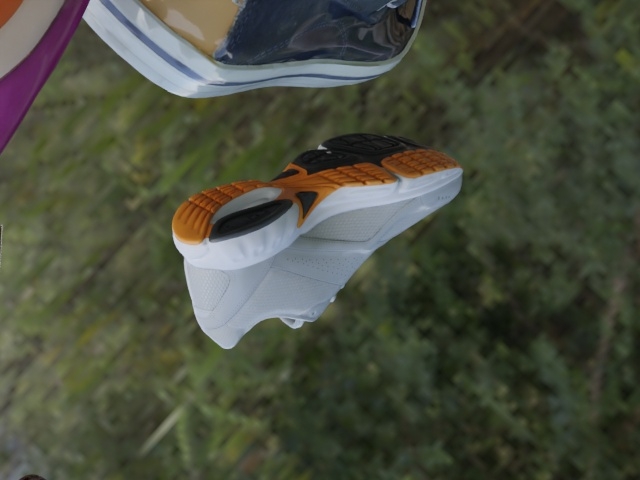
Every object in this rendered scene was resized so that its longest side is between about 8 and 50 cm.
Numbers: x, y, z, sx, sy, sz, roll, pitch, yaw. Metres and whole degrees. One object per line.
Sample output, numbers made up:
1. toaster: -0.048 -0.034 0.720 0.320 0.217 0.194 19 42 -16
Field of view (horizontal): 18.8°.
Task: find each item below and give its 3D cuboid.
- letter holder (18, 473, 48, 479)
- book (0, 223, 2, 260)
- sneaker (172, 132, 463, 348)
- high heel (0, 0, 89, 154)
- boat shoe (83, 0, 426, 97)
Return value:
1. letter holder: -0.293 0.333 1.486 0.152 0.302 0.214 11 150 42
2. book: -0.300 0.065 1.613 0.035 0.144 0.096 10 -133 -20
3. sneaker: 0.000 0.000 1.514 0.099 0.262 0.121 33 133 48
4. high heel: -0.225 -0.019 1.004 0.127 0.377 0.181 33 161 24
5. boat shoe: -0.006 -0.208 1.277 0.187 0.156 0.500 45 -160 5
